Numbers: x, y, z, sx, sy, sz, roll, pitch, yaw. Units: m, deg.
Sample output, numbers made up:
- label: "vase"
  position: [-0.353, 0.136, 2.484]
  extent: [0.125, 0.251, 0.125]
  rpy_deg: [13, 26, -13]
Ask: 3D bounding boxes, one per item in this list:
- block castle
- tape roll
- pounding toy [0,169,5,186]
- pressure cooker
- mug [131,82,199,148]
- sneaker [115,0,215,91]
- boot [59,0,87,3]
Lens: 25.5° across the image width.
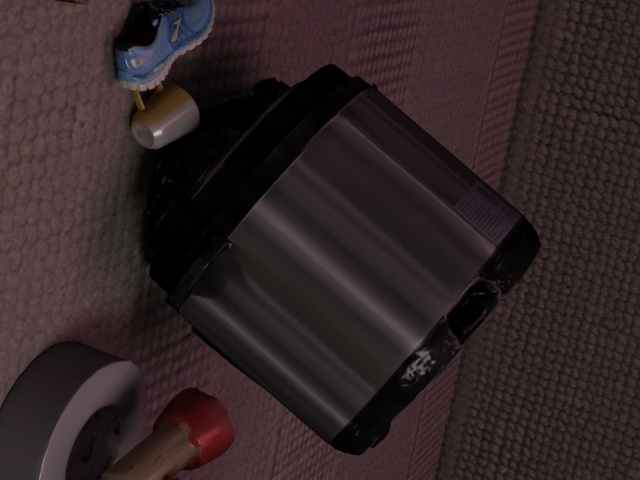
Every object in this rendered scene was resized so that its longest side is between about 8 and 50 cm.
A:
- label: "block castle"
  position: [-0.131, 0.416, 1.649]
  extent: [0.213, 0.303, 0.453]
  rpy_deg: [-37, 158, -49]
- label: "tape roll"
  position: [-0.281, 0.227, 1.587]
  extent: [0.219, 0.072, 0.219]
  rpy_deg: [-52, 151, -44]
- label: "pounding toy"
  position: [-0.337, -0.052, 1.189]
  extent: [0.130, 0.100, 0.141]
  rpy_deg: [-61, 156, -29]
- label: "pressure cooker"
  position: [0.004, -0.005, 1.689]
  extent: [0.375, 0.420, 0.370]
  rpy_deg: [-49, 177, -6]
- label: "mug"
  position: [-0.185, -0.140, 1.587]
  extent: [0.064, 0.078, 0.062]
  rpy_deg: [-43, 178, -37]
- label: "sneaker"
  position: [-0.168, -0.235, 1.530]
  extent: [0.162, 0.063, 0.073]
  rpy_deg: [-58, 152, -34]
- label: "boot"
  position: [-0.254, -0.269, 1.297]
  extent: [0.158, 0.059, 0.085]
  rpy_deg: [32, 71, -67]
